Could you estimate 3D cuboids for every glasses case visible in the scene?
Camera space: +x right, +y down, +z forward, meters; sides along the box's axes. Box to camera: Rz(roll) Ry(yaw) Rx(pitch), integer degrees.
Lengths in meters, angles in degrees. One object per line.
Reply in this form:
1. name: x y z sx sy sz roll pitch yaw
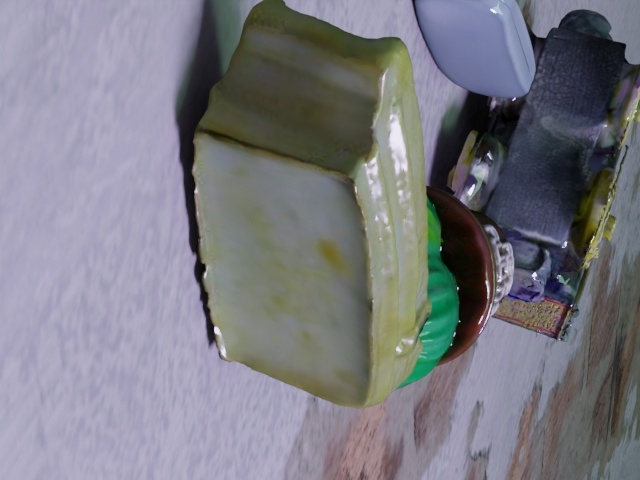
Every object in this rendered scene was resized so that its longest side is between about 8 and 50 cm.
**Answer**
1. glasses case: 0.112 -0.145 1.259 0.178 0.067 0.045 50 56 -69

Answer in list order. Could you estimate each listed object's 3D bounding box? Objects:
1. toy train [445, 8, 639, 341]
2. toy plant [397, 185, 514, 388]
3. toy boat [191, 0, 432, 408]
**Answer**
1. toy train: 0.178 -0.055 1.424 0.177 0.134 0.261 98 12 -62
2. toy plant: 0.055 0.023 1.146 0.200 0.105 0.143 -13 107 -59
3. toy boat: -0.003 0.005 0.920 0.276 0.111 0.084 87 28 -50
